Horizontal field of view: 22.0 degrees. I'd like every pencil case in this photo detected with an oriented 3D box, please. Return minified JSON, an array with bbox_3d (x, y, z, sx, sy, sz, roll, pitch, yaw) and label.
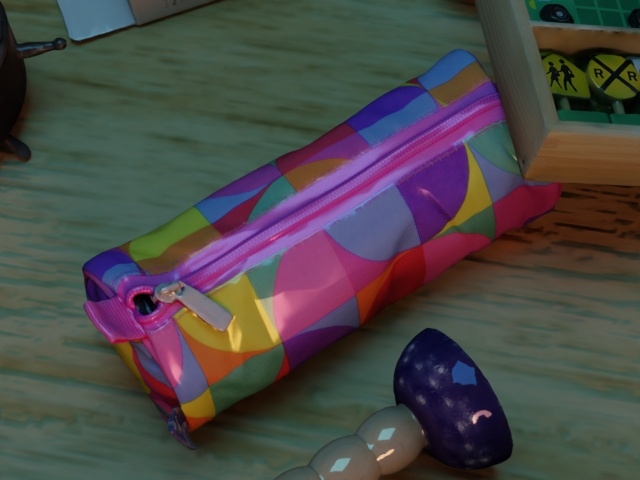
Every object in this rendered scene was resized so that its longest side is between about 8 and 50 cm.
[{"bbox_3d":[0.000,0.000,0.788,0.236,0.104,0.104,-32,58,-15],"label":"pencil case"}]

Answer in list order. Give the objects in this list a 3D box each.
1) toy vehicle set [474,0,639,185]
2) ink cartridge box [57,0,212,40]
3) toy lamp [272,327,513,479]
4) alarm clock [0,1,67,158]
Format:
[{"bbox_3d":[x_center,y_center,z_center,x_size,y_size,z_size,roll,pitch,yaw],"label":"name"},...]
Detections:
[{"bbox_3d":[0.209,-0.098,0.810,0.266,0.035,0.166,2,54,-17],"label":"toy vehicle set"},{"bbox_3d":[-0.076,-0.194,0.949,0.181,0.062,0.104,-19,56,-6],"label":"ink cartridge box"},{"bbox_3d":[-0.046,0.138,0.715,0.274,0.080,0.080,-29,58,-16],"label":"toy lamp"},{"bbox_3d":[-0.243,-0.093,0.900,0.192,0.064,0.129,23,62,18],"label":"alarm clock"}]
